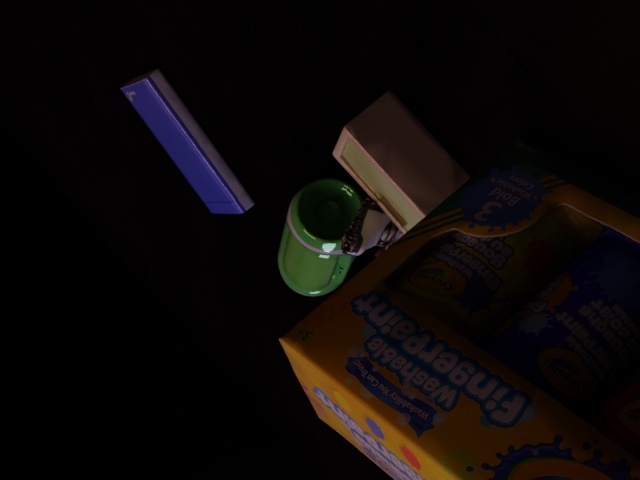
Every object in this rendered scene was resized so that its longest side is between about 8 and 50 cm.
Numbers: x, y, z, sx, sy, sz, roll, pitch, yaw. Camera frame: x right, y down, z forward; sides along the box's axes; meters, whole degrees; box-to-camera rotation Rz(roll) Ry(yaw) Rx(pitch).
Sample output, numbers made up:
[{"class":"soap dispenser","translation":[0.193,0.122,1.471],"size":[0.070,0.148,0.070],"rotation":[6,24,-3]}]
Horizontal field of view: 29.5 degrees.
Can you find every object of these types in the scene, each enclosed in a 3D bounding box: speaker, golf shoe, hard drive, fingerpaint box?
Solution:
[{"class":"speaker","translation":[0.000,0.000,1.992],"size":[0.131,0.131,0.296],"rotation":[47,163,10]},{"class":"golf shoe","translation":[0.093,-0.022,1.672],"size":[0.094,0.198,0.077],"rotation":[33,123,4]},{"class":"hard drive","translation":[-0.266,-0.190,2.412],"size":[0.319,0.040,0.210],"rotation":[55,163,-15]},{"class":"fingerpaint box","translation":[0.242,0.131,1.229],"size":[0.445,0.371,0.163],"rotation":[35,158,43]}]

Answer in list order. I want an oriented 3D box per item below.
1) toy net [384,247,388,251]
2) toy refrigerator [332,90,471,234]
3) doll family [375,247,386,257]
[{"class":"toy net","translation":[0.163,0.102,1.796],"size":[0.232,0.122,0.045],"rotation":[50,-177,15]},{"class":"toy refrigerator","translation":[0.138,-0.053,1.580],"size":[0.269,0.094,0.102],"rotation":[48,163,6]},{"class":"doll family","translation":[0.147,0.139,1.918],"size":[0.263,0.118,0.163],"rotation":[41,161,27]}]
